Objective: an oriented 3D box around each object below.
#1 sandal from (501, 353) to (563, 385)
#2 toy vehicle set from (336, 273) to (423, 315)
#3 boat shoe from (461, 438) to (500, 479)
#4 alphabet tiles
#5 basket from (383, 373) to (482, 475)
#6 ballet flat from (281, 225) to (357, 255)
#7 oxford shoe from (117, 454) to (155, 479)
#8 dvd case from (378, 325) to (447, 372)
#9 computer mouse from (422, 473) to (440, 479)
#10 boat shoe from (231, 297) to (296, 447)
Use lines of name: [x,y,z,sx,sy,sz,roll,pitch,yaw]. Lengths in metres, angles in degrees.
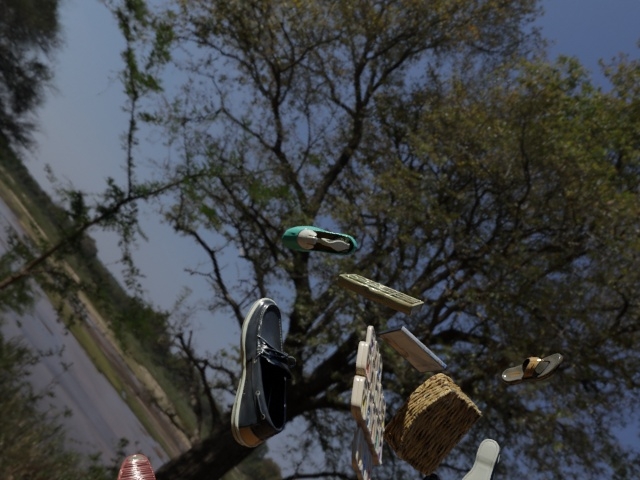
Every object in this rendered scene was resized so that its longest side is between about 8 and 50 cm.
sandal: [0.694,0.421,1.784,0.219,0.090,0.060,-28,-72,41]
toy vehicle set: [0.203,0.179,1.808,0.267,0.035,0.166,22,6,21]
boat shoe: [0.557,0.821,1.869,0.095,0.254,0.079,8,-31,39]
alphabet tiles: [0.100,0.326,1.055,0.021,0.278,0.284,0,-41,16]
basket: [0.352,0.597,1.843,0.213,0.299,0.223,39,3,-20]
ballet flat: [0.000,0.000,1.718,0.087,0.247,0.083,171,-74,-82]
oxford shoe: [-0.590,0.859,1.702,0.348,0.123,0.130,-112,-147,-47]
dvd case: [0.369,0.444,2.167,0.253,0.022,0.180,42,-29,-7]
computer mouse: [0.390,0.926,1.751,0.272,0.188,0.072,51,-14,24]
boat shoe: [-0.169,0.410,1.748,0.156,0.500,0.187,-20,-44,27]
